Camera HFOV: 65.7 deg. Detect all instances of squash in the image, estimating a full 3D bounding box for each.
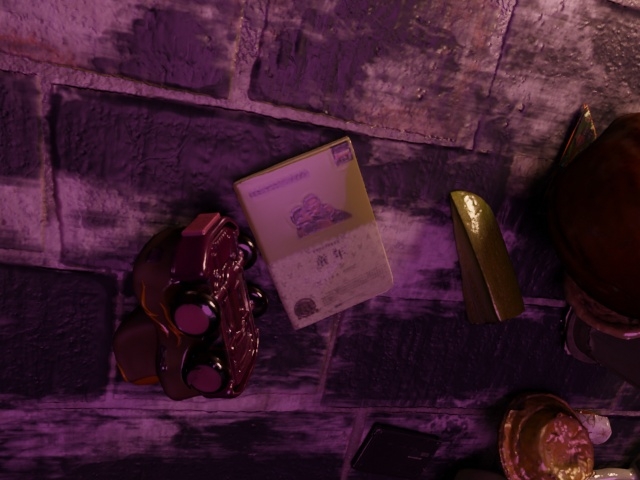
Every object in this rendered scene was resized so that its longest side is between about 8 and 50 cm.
[{"bbox_3d":[0.357,0.037,1.099,0.111,0.203,0.288,-18,81,-4],"label":"squash"}]

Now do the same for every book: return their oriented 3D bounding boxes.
[{"bbox_3d":[0.000,0.000,0.986,0.240,0.035,0.351,-24,117,-8],"label":"book"}]

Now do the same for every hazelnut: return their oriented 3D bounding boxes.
[{"bbox_3d":[0.674,-0.042,0.949,0.430,0.402,0.402,-28,117,11],"label":"hazelnut"}]

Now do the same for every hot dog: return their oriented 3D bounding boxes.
[{"bbox_3d":[0.727,0.521,1.386,0.192,0.053,0.099,12,109,-15],"label":"hot dog"}]

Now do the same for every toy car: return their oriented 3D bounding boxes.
[{"bbox_3d":[-0.245,0.124,0.892,0.241,0.271,0.340,-2,112,9],"label":"toy car"}]

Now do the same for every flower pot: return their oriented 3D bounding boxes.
[{"bbox_3d":[0.761,0.241,1.157,0.291,0.259,0.290,-5,116,-11],"label":"flower pot"}]

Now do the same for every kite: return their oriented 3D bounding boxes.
[{"bbox_3d":[0.570,-0.128,1.089,0.234,0.016,0.321,-32,116,3],"label":"kite"}]

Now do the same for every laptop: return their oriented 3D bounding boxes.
[{"bbox_3d":[0.198,0.556,1.288,0.207,0.026,0.153,20,106,-21],"label":"laptop"}]

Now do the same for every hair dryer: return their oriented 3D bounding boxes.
[{"bbox_3d":[0.930,0.764,1.530,0.299,0.118,0.295,-18,121,12],"label":"hair dryer"}]

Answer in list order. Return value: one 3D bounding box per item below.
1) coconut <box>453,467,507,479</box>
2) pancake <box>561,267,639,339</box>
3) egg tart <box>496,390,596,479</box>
[{"bbox_3d":[0.460,0.757,1.310,0.281,0.328,0.328,-17,127,44],"label":"coconut"},{"bbox_3d":[0.664,0.113,1.107,0.211,0.235,0.029,-62,152,-18],"label":"pancake"},{"bbox_3d":[0.575,0.518,1.239,0.291,0.115,0.289,8,68,-19],"label":"egg tart"}]
